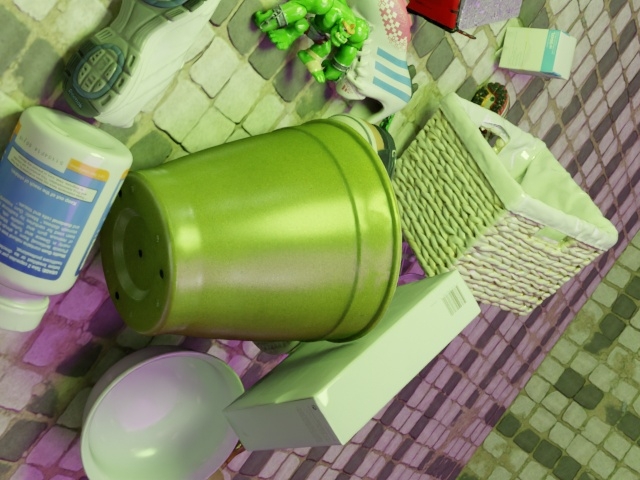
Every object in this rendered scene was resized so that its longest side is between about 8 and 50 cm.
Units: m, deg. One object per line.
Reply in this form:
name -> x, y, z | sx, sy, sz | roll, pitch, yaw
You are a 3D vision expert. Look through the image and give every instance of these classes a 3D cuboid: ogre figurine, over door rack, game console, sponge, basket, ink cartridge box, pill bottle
ogre figurine -> -0.001, -0.329, 1.465 | 0.118, 0.097, 0.197 | -39, 120, 22
over door rack -> 0.291, 0.065, 2.235 | 0.324, 0.108, 0.239 | -27, 140, -37
game console -> 0.202, -0.415, 1.616 | 0.085, 0.144, 0.124 | -31, 141, -35
sponge -> 0.336, -0.484, 1.839 | 0.210, 0.031, 0.117 | -23, 137, -40
basket -> 0.345, -0.060, 1.870 | 0.328, 0.331, 0.266 | 18, 122, -39
ink cartridge box -> 0.452, -0.399, 1.986 | 0.092, 0.143, 0.090 | 4, 99, -55
pill bottle -> -0.368, -0.024, 1.222 | 0.152, 0.152, 0.272 | 11, 111, -56

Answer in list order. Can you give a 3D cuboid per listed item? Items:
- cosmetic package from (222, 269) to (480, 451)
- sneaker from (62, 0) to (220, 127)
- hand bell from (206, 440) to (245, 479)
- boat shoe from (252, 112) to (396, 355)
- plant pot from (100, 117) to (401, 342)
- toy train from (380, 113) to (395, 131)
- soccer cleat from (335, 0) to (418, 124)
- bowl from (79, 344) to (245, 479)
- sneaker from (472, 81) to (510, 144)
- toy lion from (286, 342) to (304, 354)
cosmetic package -> 0.053, 0.204, 1.581 | 0.377, 0.284, 0.097 | -37, 102, -36
sneaker -> -0.219, -0.277, 1.251 | 0.297, 0.111, 0.129 | -49, 164, -2
hand bell -> -0.203, 0.465, 1.985 | 0.242, 0.126, 0.126 | -41, 148, -43
boat shoe -> 0.000, 0.000, 1.697 | 0.156, 0.187, 0.500 | -12, 132, -52
plant pot -> -0.130, 0.002, 1.426 | 0.353, 0.366, 0.366 | -7, 126, -36
toy train -> 0.125, -0.217, 1.827 | 0.024, 0.017, 0.083 | -9, 128, -62
soccer cleat -> 0.081, -0.319, 1.577 | 0.143, 0.116, 0.331 | -38, 144, -13
bowl -> -0.288, 0.292, 1.613 | 0.298, 0.134, 0.298 | -15, 121, -27
sneaker -> 0.349, -0.231, 2.048 | 0.225, 0.088, 0.093 | -56, 154, 7
toy lion -> -0.028, 0.208, 2.020 | 0.100, 0.034, 0.096 | 11, 104, -56
